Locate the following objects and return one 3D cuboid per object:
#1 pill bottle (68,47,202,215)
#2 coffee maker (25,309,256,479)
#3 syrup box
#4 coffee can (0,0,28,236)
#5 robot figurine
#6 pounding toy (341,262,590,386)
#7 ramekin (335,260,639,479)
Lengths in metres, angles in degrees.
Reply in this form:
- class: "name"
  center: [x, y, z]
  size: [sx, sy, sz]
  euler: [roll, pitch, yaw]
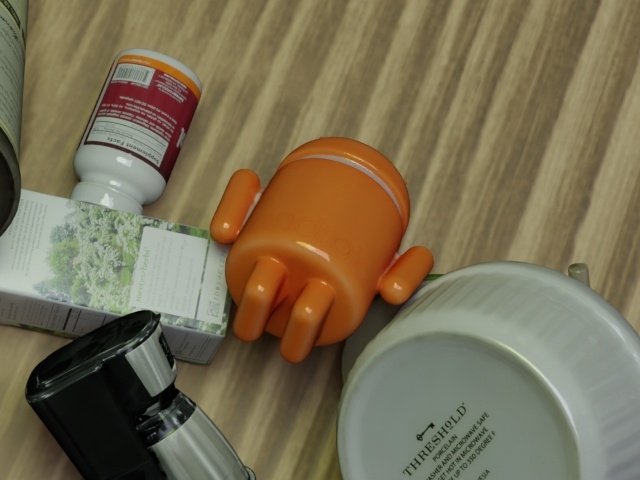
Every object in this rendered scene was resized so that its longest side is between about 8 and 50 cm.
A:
- class: "pill bottle"
  center: [-0.167, -0.086, 1.502]
  size: [0.086, 0.086, 0.152]
  euler: [22, 70, -6]
- class: "coffee maker"
  center: [-0.164, 0.170, 1.377]
  size: [0.171, 0.120, 0.178]
  euler: [-36, 105, -19]
- class: "syrup box"
  center: [-0.195, 0.029, 1.452]
  size: [0.236, 0.096, 0.093]
  euler: [12, 68, -9]
- class: "coffee can"
  center: [-0.337, -0.143, 1.368]
  size: [0.201, 0.201, 0.275]
  euler: [6, 48, -12]
- class: "robot figurine"
  center: [0.002, 0.001, 1.423]
  size: [0.128, 0.158, 0.219]
  euler: [62, 38, -32]
- class: "pounding toy"
  center: [0.144, 0.098, 1.500]
  size: [0.236, 0.110, 0.183]
  euler: [-8, 107, 19]
- class: "ramekin"
  center: [0.135, 0.160, 1.356]
  size: [0.273, 0.273, 0.127]
  euler: [58, 31, 8]
